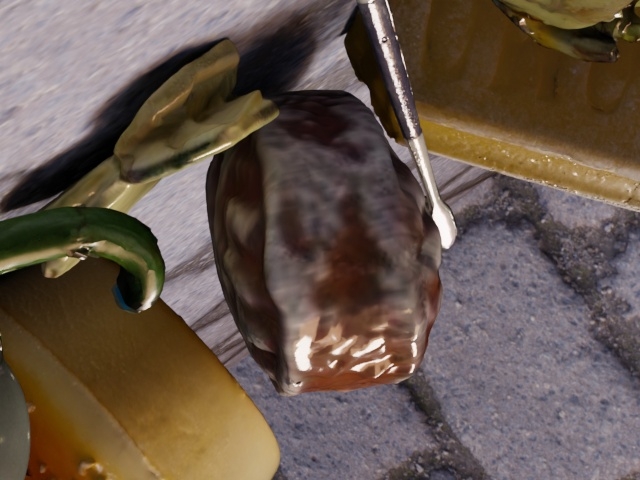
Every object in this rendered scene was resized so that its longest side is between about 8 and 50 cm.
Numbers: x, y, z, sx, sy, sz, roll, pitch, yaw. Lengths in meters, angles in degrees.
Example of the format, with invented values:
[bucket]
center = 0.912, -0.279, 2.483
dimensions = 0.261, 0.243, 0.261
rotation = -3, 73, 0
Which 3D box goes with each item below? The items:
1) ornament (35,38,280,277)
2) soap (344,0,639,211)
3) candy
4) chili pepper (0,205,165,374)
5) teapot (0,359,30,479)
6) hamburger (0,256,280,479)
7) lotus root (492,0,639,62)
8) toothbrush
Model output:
[ornament]
center = -0.103, -0.063, 1.113
dimensions = 0.201, 0.059, 0.180
rotation = -35, -175, 35
[soap]
center = 0.147, -0.132, 1.238
dimensions = 0.080, 0.257, 0.160
rotation = 121, -18, -70
[candy]
center = 0.000, 0.000, 1.203
dimensions = 0.157, 0.214, 0.289
rotation = -7, -165, -8
[chili pepper]
center = -0.196, 0.023, 0.717
dimensions = 0.261, 0.165, 0.174
rotation = -27, 154, -29
[teapot]
center = -0.297, 0.129, 1.117
dimensions = 0.183, 0.183, 0.251
rotation = -32, -173, -16
[hamburger]
center = -0.170, 0.148, 1.303
dimensions = 0.176, 0.300, 0.300
rotation = -44, 178, -18
[lotus root]
center = 0.186, -0.218, 0.860
dimensions = 0.173, 0.173, 0.309
rotation = -30, 173, -38
[toothbrush]
center = 0.059, -0.091, 1.159
dimensions = 0.024, 0.026, 0.288
rotation = -32, 139, -9
